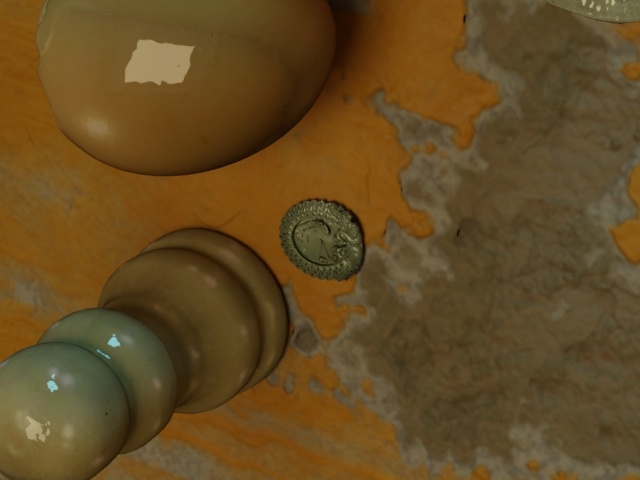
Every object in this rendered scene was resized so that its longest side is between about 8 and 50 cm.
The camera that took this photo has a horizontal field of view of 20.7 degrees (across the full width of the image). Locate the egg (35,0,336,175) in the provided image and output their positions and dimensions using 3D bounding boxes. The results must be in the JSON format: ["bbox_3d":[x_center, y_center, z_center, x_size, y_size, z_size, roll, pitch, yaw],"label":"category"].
[{"bbox_3d":[-0.101,-0.152,1.391,0.244,0.201,0.201,-3,108,30],"label":"egg"}]

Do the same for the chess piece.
[{"bbox_3d":[-0.172,0.106,1.477,0.167,0.299,0.167,11,113,28],"label":"chess piece"}]

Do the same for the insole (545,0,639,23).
[{"bbox_3d":[0.246,-0.191,1.284,0.192,0.010,0.063,3,110,30],"label":"insole"}]

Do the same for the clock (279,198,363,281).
[{"bbox_3d":[0.000,0.000,1.508,0.083,0.010,0.074,7,113,29],"label":"clock"}]
